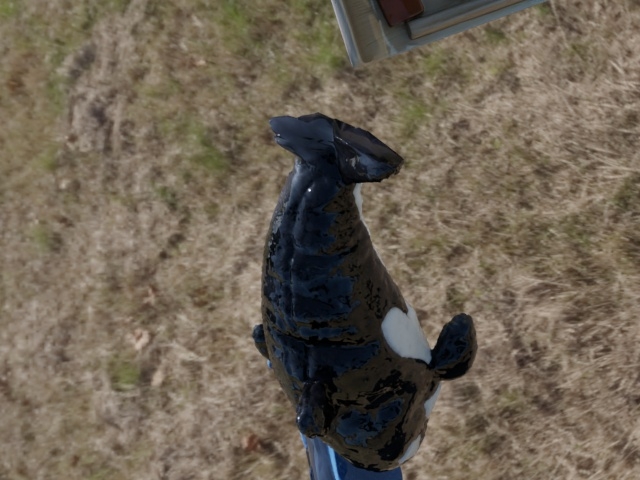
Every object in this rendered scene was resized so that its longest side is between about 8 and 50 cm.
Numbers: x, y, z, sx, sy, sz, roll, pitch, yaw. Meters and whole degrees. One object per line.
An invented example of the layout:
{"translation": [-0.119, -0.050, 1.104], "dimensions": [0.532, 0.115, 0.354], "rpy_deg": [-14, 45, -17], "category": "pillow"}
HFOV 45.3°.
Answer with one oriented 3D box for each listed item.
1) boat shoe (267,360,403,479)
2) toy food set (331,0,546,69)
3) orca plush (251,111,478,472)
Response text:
{"translation": [0.001, 0.128, 0.679], "dimensions": [0.089, 0.109, 0.258], "rpy_deg": [-43, 42, 51], "category": "boat shoe"}
{"translation": [0.133, -0.287, 0.590], "dimensions": [0.306, 0.092, 0.219], "rpy_deg": [-19, 101, 0], "category": "toy food set"}
{"translation": [0.021, 0.070, 0.464], "dimensions": [0.151, 0.102, 0.287], "rpy_deg": [11, 134, 6], "category": "orca plush"}
